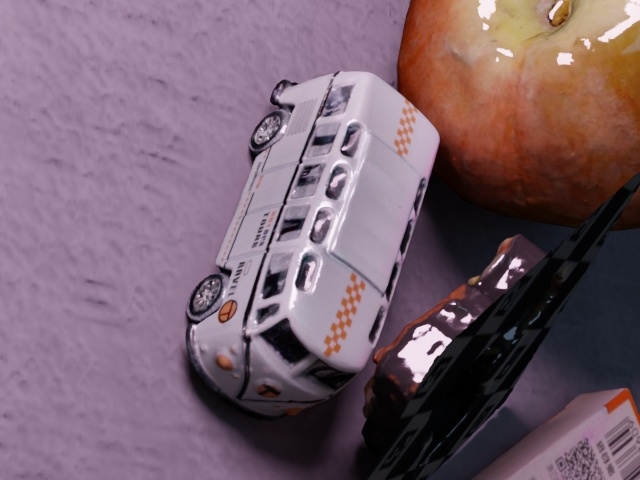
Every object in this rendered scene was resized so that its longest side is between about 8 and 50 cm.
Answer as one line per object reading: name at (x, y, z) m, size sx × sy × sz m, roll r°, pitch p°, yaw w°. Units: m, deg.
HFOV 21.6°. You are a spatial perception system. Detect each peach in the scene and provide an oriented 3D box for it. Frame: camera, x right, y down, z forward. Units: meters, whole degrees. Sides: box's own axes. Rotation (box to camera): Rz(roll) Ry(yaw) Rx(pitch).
peach at (0.165, -0.096, 1.005) m, size 0.235 × 0.214 × 0.214 m, roll 34°, pitch 53°, yaw -56°

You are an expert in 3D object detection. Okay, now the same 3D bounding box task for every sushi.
sushi at (0.065, 0.062, 0.894) m, size 0.047 × 0.219 × 0.231 m, roll 38°, pitch 44°, yaw 15°

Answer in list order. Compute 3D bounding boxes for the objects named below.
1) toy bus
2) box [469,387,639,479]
toy bus at (0.000, 0.000, 0.897) m, size 0.087 × 0.089 × 0.194 m, roll 39°, pitch 54°, yaw -29°
box at (0.149, 0.262, 0.994) m, size 0.265 × 0.048 × 0.273 m, roll -26°, pitch 97°, yaw -46°
